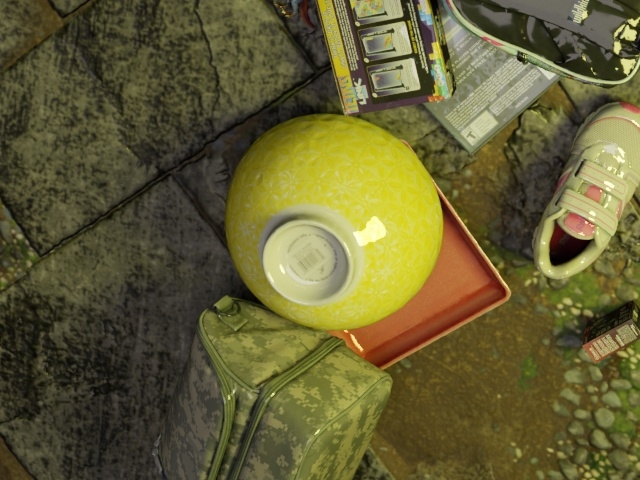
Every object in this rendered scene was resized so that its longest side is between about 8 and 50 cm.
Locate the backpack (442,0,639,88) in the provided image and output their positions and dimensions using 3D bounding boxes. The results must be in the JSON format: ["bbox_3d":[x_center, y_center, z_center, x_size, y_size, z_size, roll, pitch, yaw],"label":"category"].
[{"bbox_3d":[0.266,-0.309,1.772,0.253,0.191,0.225,19,97,-2],"label":"backpack"}]

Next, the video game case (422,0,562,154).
[{"bbox_3d":[0.165,-0.266,1.916,0.274,0.026,0.196,46,115,-6],"label":"video game case"}]

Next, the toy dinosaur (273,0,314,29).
[{"bbox_3d":[-0.028,-0.324,1.945,0.090,0.047,0.082,24,110,-33],"label":"toy dinosaur"}]

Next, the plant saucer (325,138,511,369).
[{"bbox_3d":[0.081,0.024,2.043,0.259,0.048,0.258,-31,101,24],"label":"plant saucer"}]

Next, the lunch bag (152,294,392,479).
[{"bbox_3d":[-0.085,0.248,2.074,0.256,0.212,0.305,36,130,21],"label":"lunch bag"}]

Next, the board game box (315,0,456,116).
[{"bbox_3d":[0.080,-0.248,1.905,0.141,0.048,0.170,-7,110,19],"label":"board game box"}]

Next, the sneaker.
[{"bbox_3d":[0.337,-0.050,1.912,0.103,0.111,0.252,22,115,5],"label":"sneaker"}]

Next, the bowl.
[{"bbox_3d":[0.000,0.000,1.942,0.289,0.156,0.290,5,113,13],"label":"bowl"}]

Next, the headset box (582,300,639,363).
[{"bbox_3d":[0.376,0.120,1.998,0.083,0.062,0.032,-33,100,22],"label":"headset box"}]
